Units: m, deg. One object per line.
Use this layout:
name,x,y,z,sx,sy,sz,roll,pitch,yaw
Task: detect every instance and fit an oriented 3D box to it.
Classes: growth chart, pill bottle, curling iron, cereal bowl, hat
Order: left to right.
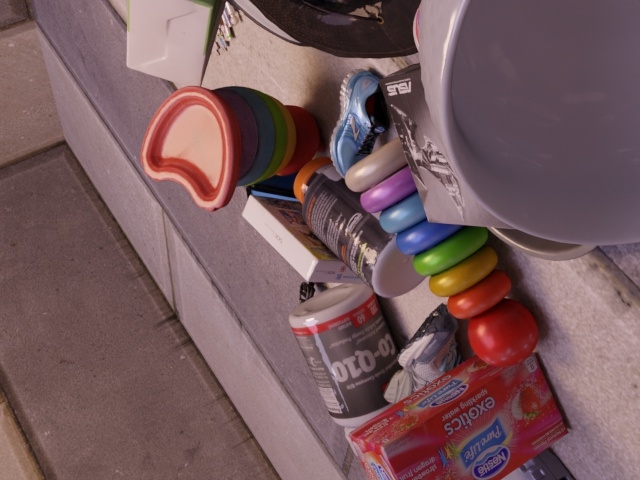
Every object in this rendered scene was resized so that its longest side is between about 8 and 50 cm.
growth chart,-0.210,-0.437,1.535,0.172,0.021,0.237,66,159,-9
curling iron,0.015,0.079,1.578,0.274,0.035,0.068,145,135,-64
hat,0.029,-0.339,0.890,0.331,0.134,0.331,28,161,10
pill bottle,0.068,0.230,1.474,0.161,0.161,0.283,-2,113,66
pill bottle,0.058,-0.033,1.240,0.245,0.130,0.130,44,151,39
cereal bowl,0.217,-0.163,0.523,0.339,0.338,0.141,87,172,-45

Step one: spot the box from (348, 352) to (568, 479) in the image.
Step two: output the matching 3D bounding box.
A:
box,0.187,0.261,1.114,0.128,0.256,0.122,65,160,-5

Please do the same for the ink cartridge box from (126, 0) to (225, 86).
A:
ink cartridge box,-0.178,-0.430,1.201,0.207,0.119,0.354,120,163,-65

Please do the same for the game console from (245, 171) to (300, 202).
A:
game console,-0.131,-0.083,1.552,0.293,0.250,0.173,39,113,45

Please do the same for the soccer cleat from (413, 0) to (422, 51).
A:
soccer cleat,0.207,-0.099,0.689,0.318,0.109,0.116,39,-163,-4

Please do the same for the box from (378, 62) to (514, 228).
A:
box,0.167,-0.106,0.869,0.231,0.056,0.183,10,123,64

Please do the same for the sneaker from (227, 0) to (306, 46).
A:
sneaker,-0.050,-0.444,0.974,0.257,0.169,0.447,-7,128,45

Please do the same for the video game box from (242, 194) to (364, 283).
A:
video game box,0.000,0.000,1.346,0.205,0.187,0.048,43,114,41

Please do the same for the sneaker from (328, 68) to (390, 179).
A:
sneaker,0.060,-0.155,1.159,0.073,0.063,0.162,26,121,41

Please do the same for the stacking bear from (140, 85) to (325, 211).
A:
stacking bear,-0.107,-0.157,1.292,0.175,0.289,0.164,30,112,27

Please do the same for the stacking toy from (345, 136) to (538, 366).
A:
stacking toy,0.171,0.017,1.071,0.330,0.141,0.141,58,158,-3

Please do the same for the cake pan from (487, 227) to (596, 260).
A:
cake pan,0.221,-0.120,0.882,0.293,0.054,0.293,48,154,34

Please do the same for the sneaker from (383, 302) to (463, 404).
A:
sneaker,0.190,0.201,1.287,0.122,0.110,0.283,35,152,17

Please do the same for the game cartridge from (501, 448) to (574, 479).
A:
game cartridge,0.372,0.455,1.197,0.297,0.062,0.198,53,160,23
